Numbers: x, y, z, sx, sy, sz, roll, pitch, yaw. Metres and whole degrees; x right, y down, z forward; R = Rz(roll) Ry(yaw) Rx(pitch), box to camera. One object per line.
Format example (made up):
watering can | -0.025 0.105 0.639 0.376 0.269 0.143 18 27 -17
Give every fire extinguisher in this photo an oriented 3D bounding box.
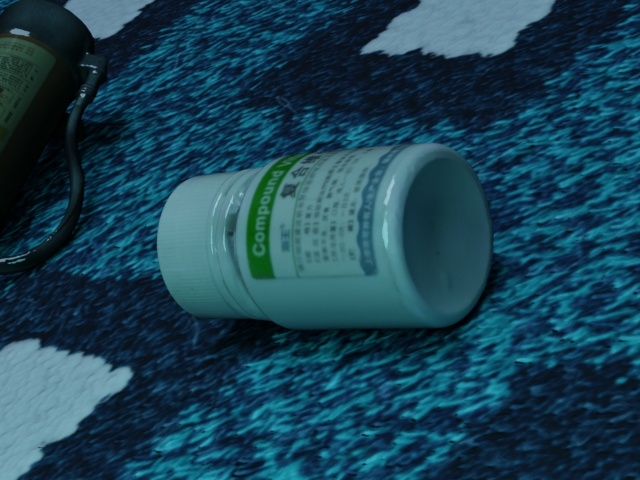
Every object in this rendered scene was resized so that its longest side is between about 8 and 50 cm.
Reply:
fire extinguisher | -0.317 -0.086 1.808 0.200 0.113 0.376 -7 42 32

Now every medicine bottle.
medicine bottle | 0.000 0.000 1.380 0.237 0.139 0.139 -2 34 40

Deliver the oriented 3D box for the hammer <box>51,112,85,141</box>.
hammer | -0.397 -0.143 2.060 0.365 0.111 0.043 8 43 39
